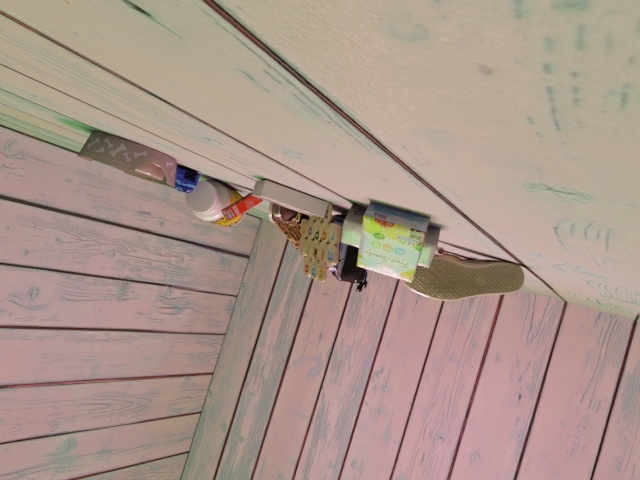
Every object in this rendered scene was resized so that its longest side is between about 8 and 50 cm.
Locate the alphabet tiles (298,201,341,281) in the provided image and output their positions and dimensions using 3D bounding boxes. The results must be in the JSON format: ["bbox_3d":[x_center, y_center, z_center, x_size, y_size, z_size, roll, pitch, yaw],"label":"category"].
[{"bbox_3d":[-0.007,0.000,1.685,0.021,0.278,0.284,3,-175,-28],"label":"alphabet tiles"}]

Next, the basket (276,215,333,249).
[{"bbox_3d":[-0.079,-0.098,2.191,0.213,0.223,0.299,49,-179,4],"label":"basket"}]

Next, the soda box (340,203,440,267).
[{"bbox_3d":[0.212,-0.015,1.443,0.286,0.091,0.098,17,-140,10],"label":"soda box"}]

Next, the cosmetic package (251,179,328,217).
[{"bbox_3d":[-0.101,-0.140,1.590,0.239,0.060,0.099,18,180,-27],"label":"cosmetic package"}]

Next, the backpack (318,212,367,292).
[{"bbox_3d":[0.088,0.020,1.772,0.213,0.276,0.263,15,-173,-9],"label":"backpack"}]

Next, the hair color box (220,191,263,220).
[{"bbox_3d":[-0.339,-0.150,2.032,0.053,0.167,0.093,61,162,-16],"label":"hair color box"}]

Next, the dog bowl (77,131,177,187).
[{"bbox_3d":[-0.693,-0.296,1.736,0.349,0.102,0.349,18,179,0],"label":"dog bowl"}]

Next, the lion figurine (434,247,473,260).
[{"bbox_3d":[0.570,0.103,2.126,0.392,0.142,0.240,31,-173,4],"label":"lion figurine"}]

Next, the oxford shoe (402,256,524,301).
[{"bbox_3d":[0.536,0.141,1.808,0.449,0.169,0.130,-1,-176,6],"label":"oxford shoe"}]

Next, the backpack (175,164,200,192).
[{"bbox_3d":[-0.567,-0.253,1.933,0.120,0.101,0.098,22,170,-23],"label":"backpack"}]

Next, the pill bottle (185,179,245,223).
[{"bbox_3d":[-0.479,-0.171,2.166,0.188,0.188,0.334,17,178,12],"label":"pill bottle"}]

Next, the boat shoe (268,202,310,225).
[{"bbox_3d":[-0.114,-0.112,1.821,0.096,0.116,0.324,12,-179,12],"label":"boat shoe"}]

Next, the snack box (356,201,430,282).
[{"bbox_3d":[0.202,0.008,1.344,0.174,0.070,0.207,16,137,14],"label":"snack box"}]
